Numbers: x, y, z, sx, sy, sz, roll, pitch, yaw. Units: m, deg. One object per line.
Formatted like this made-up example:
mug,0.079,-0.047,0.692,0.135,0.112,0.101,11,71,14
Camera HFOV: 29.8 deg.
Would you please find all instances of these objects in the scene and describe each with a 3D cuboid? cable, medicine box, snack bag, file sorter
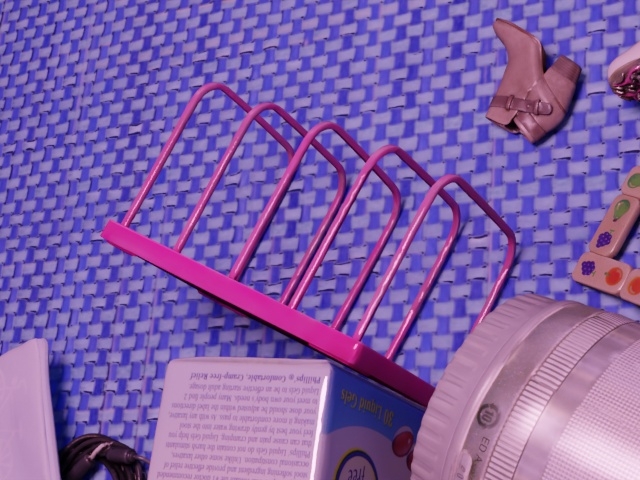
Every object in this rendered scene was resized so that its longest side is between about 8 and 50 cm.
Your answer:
cable,-0.241,0.285,1.194,0.150,0.047,0.185,12,78,32
medicine box,-0.012,0.262,0.942,0.149,0.263,0.289,-3,70,29
snack bag,-0.381,0.294,1.257,0.342,0.037,0.323,-29,58,25
file sorter,0.000,0.000,1.075,0.290,0.202,0.182,24,83,34

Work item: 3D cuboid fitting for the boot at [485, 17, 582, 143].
boot,0.184,-0.148,1.124,0.118,0.042,0.087,40,95,35

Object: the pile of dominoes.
pile of dominoes,0.321,-0.028,0.948,0.251,0.040,0.196,23,82,56

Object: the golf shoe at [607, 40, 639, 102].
golf shoe,0.328,-0.187,1.046,0.186,0.067,0.086,-29,53,5

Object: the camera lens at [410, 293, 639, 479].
camera lens,0.231,0.179,0.862,0.274,0.219,0.219,25,85,34
